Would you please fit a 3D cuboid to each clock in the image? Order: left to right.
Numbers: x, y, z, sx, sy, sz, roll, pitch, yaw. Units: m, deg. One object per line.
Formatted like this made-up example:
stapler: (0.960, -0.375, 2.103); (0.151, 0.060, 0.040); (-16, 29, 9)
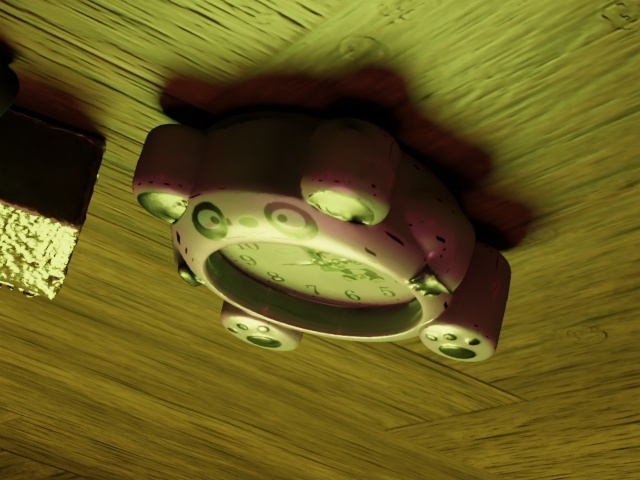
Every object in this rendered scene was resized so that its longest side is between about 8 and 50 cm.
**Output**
clock: (0.000, 0.000, 0.973); (0.227, 0.090, 0.248); (0, 153, 28)

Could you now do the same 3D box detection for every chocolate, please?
chocolate: (-0.315, -0.066, 0.972); (0.321, 0.112, 0.112); (20, 148, -15)

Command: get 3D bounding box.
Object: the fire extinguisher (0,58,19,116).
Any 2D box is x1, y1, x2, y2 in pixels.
fire extinguisher: (-0.257, -0.135, 0.850); (0.062, 0.050, 0.177); (45, 178, 38)
